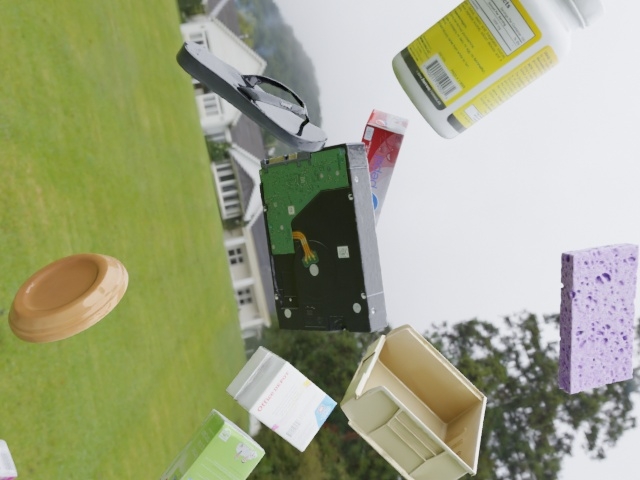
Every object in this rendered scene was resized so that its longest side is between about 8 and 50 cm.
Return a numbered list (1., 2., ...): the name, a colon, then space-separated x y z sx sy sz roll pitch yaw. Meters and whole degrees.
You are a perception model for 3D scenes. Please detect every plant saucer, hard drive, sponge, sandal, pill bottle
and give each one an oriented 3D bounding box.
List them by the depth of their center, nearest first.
1. sandal: -0.086 -0.208 0.983 0.054 0.254 0.097 -49 -153 21
2. sponge: 0.405 0.113 0.998 0.031 0.117 0.210 -153 -122 -68
3. plant saucer: -0.413 0.083 1.108 0.200 0.200 0.037 -118 -171 -54
4. pill bottle: 0.306 -0.343 1.188 0.188 0.334 0.188 46 22 -25
5. hard drive: 0.000 0.000 1.281 0.237 0.064 0.339 -6 -86 42

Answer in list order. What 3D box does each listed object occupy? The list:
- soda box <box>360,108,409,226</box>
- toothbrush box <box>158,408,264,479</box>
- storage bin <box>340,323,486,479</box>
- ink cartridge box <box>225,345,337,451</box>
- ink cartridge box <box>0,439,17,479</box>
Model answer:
1. soda box: 0.110 -0.137 1.450 0.092 0.083 0.263 -66 173 -57
2. toothbrush box: -0.273 0.541 1.536 0.122 0.283 0.206 39 -14 -9
3. storage bin: 0.196 0.336 1.404 0.260 0.123 0.262 44 27 -1
4. ink cartridge box: -0.066 0.236 1.045 0.143 0.092 0.090 46 -16 -29
5. ink cartridge box: -0.589 0.356 0.841 0.069 0.371 0.176 62 -11 16
